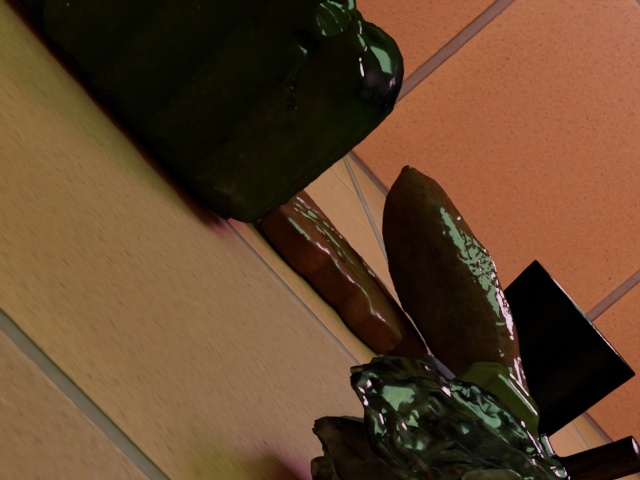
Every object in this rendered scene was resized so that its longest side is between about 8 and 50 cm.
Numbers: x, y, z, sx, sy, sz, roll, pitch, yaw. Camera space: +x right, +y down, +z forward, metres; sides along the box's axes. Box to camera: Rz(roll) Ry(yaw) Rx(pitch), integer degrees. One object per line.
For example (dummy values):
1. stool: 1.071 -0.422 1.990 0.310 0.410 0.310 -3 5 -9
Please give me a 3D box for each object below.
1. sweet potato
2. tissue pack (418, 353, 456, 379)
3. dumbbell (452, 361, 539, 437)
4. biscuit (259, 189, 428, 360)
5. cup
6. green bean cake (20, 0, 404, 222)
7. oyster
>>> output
1. sweet potato: 0.152 0.103 1.548 0.385 0.109 0.109 68 11 14
2. tissue pack: 0.126 0.174 1.392 0.112 0.051 0.156 50 6 -12
3. dumbbell: 0.188 0.233 1.188 0.302 0.108 0.121 49 7 2
4. biscuit: 0.000 0.000 1.590 0.284 0.043 0.306 43 9 -45
5. cup: 0.237 0.158 1.662 0.166 0.177 0.239 45 7 -37
6. green bean cake: -0.086 -0.200 1.350 0.335 0.218 0.319 49 11 -4
7. oyster: 0.084 0.173 0.792 0.162 0.158 0.351 3 31 -13
